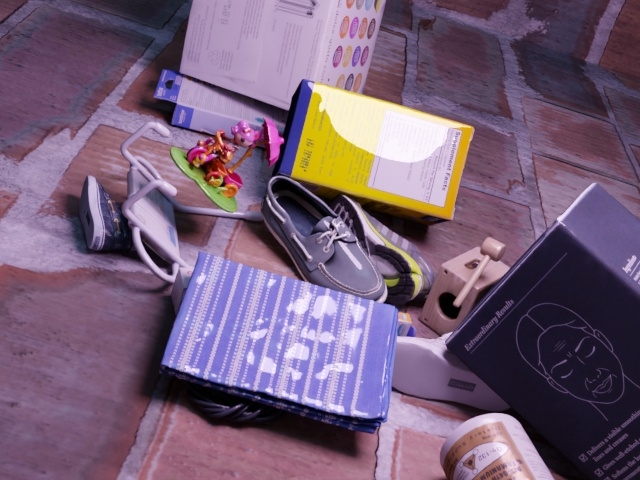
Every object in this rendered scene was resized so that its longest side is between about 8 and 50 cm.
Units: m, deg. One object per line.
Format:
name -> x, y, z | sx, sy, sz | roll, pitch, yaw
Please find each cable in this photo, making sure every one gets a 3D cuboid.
cable -> -0.105, 0.209, 1.403 | 0.184, 0.047, 0.151 | 8, 32, -19

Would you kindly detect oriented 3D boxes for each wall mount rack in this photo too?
wall mount rack -> -0.224, -0.043, 1.681 | 0.304, 0.130, 0.350 | 46, 16, -34

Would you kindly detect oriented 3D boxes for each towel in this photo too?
towel -> -0.050, 0.144, 1.418 | 0.336, 0.040, 0.243 | 16, 45, -3

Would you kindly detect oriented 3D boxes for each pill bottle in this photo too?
pill bottle -> 0.261, 0.357, 1.282 | 0.131, 0.131, 0.229 | 5, 33, -23

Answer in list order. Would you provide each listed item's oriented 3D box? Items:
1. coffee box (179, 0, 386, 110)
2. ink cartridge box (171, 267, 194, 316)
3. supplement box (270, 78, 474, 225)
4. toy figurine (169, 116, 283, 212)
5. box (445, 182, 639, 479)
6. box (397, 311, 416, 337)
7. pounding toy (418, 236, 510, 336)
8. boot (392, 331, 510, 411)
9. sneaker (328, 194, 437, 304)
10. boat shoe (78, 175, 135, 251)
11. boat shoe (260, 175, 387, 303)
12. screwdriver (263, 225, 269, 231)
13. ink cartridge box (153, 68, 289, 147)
coffee box -> -0.075, -0.505, 2.196 | 0.338, 0.338, 0.334 | 20, 17, 19
ink cartridge box -> -0.170, 0.112, 1.508 | 0.109, 0.063, 0.150 | 4, 35, -22
supplement box -> 0.099, -0.170, 1.914 | 0.356, 0.194, 0.195 | 15, -4, -7
toy figurine -> -0.147, -0.155, 1.638 | 0.173, 0.159, 0.130 | 37, 20, -44
box -> 0.450, 0.165, 1.452 | 0.395, 0.293, 0.212 | 43, 35, 9
box -> 0.088, 0.151, 1.569 | 0.136, 0.081, 0.028 | 11, 31, -14
pounding toy -> 0.251, 0.069, 1.667 | 0.094, 0.206, 0.181 | 36, 35, 27
boot -> 0.199, 0.197, 1.564 | 0.258, 0.095, 0.123 | 21, 23, -13
sneaker -> 0.110, 0.020, 1.795 | 0.121, 0.111, 0.300 | 8, 31, -45
boat shoe -> -0.370, -0.043, 1.657 | 0.083, 0.065, 0.183 | 9, 36, -28
boat shoe -> 0.000, 0.000, 1.705 | 0.116, 0.099, 0.319 | -31, 57, -22
screwdriver -> -0.045, 0.014, 1.784 | 0.170, 0.024, 0.025 | 32, 3, 33
ink cartridge box -> -0.219, -0.295, 2.139 | 0.311, 0.065, 0.186 | 15, 29, -11
